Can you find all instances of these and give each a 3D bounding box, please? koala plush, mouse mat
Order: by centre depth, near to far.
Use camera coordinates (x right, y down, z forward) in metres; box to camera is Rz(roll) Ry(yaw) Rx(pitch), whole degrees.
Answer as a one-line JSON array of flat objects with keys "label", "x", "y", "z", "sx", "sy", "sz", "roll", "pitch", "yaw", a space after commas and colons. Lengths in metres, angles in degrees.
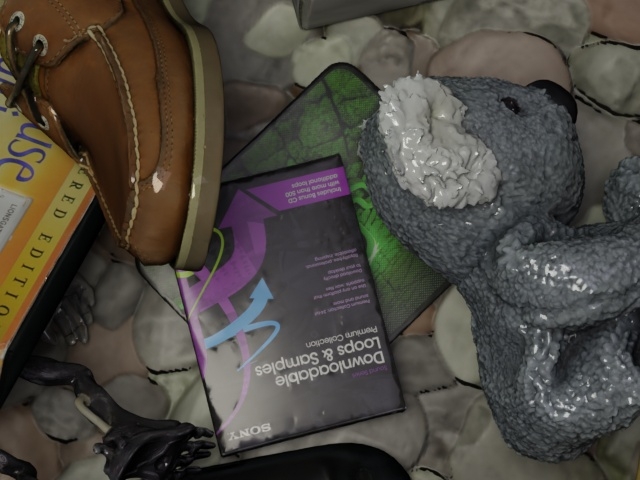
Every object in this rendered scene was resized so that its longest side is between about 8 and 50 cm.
[{"label": "koala plush", "x": 0.112, "y": -0.009, "z": 0.969, "sx": 0.221, "sy": 0.196, "sz": 0.203, "roll": 39, "pitch": 90, "yaw": -3}, {"label": "mouse mat", "x": 0.000, "y": 0.000, "z": 1.057, "sx": 0.190, "sy": 0.007, "sz": 0.152, "roll": -44, "pitch": 85, "yaw": -7}]

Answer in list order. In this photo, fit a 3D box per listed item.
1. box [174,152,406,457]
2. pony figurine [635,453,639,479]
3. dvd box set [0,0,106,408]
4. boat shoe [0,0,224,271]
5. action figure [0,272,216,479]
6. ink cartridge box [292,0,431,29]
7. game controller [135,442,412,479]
[{"label": "box", "x": -0.024, "y": 0.039, "z": 1.031, "sx": 0.116, "sy": 0.029, "sz": 0.162, "roll": -14, "pitch": 83, "yaw": -5}, {"label": "pony figurine", "x": 0.179, "y": 0.317, "z": 0.902, "sx": 0.363, "sy": 0.303, "sz": 0.351, "roll": -41, "pitch": 73, "yaw": -20}, {"label": "dvd box set", "x": -0.312, "y": -0.094, "z": 0.949, "sx": 0.420, "sy": 0.062, "sz": 0.307, "roll": 20, "pitch": 43, "yaw": 1}, {"label": "boat shoe", "x": -0.119, "y": -0.086, "z": 0.891, "sx": 0.104, "sy": 0.307, "sz": 0.110, "roll": 5, "pitch": 121, "yaw": -18}, {"label": "action figure", "x": -0.200, "y": 0.080, "z": 0.973, "sx": 0.276, "sy": 0.141, "sz": 0.164, "roll": 36, "pitch": 89, "yaw": 25}, {"label": "ink cartridge box", "x": 0.037, "y": -0.255, "z": 1.055, "sx": 0.160, "sy": 0.092, "sz": 0.219, "roll": -13, "pitch": 82, "yaw": -4}, {"label": "game controller", "x": -0.088, "y": 0.220, "z": 0.999, "sx": 0.319, "sy": 0.067, "sz": 0.166, "roll": -10, "pitch": 67, "yaw": -4}]
